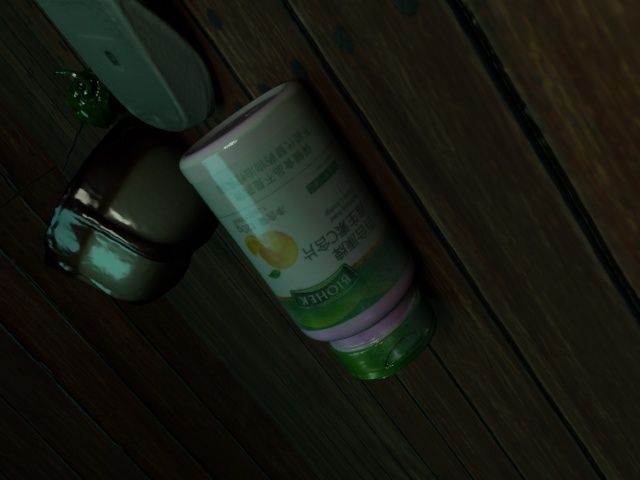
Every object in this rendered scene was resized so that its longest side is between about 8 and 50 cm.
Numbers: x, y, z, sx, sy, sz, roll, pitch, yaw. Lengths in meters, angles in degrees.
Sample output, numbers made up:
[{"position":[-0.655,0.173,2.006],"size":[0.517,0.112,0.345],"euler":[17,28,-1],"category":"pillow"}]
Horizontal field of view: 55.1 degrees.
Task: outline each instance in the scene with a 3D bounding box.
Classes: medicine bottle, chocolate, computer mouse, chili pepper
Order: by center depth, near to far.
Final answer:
[{"position":[0.000,0.000,0.576],"size":[0.274,0.133,0.133],"euler":[54,159,-20],"category":"medicine bottle"},{"position":[-0.194,-0.204,0.640],"size":[0.127,0.079,0.231],"euler":[16,157,29],"category":"computer mouse"},{"position":[-0.259,-0.029,0.916],"size":[0.186,0.284,0.283],"euler":[31,162,-8],"category":"chocolate"},{"position":[-0.382,-0.231,1.019],"size":[0.100,0.074,0.257],"euler":[53,160,-15],"category":"chili pepper"}]
